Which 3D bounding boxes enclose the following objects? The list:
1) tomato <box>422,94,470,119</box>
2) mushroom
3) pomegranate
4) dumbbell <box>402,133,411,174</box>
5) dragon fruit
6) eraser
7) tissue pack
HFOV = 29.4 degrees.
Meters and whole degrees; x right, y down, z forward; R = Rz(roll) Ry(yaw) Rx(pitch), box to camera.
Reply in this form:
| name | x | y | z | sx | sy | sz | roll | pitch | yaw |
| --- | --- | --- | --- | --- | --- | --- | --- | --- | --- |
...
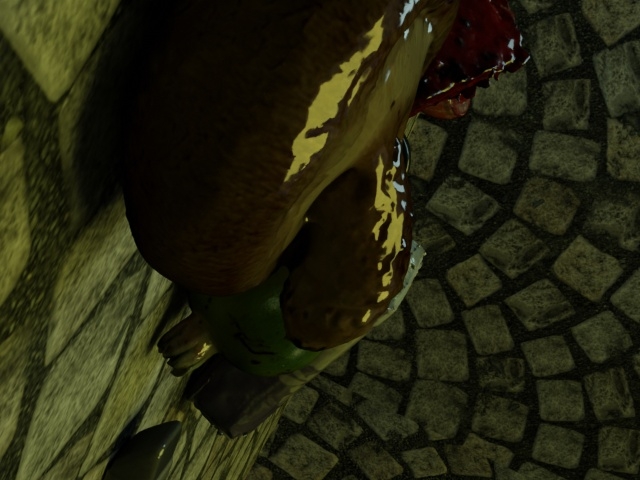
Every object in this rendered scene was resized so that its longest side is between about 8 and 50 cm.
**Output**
| name | x | y | z | sx | sy | sz | roll | pitch | yaw |
| --- | --- | --- | --- | --- | --- | --- | --- | --- | --- |
| tomato | 0.181 | -0.319 | 2.143 | 0.200 | 0.140 | 0.233 | -69 | 146 | -52 |
| mushroom | -0.019 | -0.109 | 0.887 | 0.345 | 0.239 | 0.345 | -166 | -90 | -77 |
| pomegranate | -0.086 | 0.079 | 1.358 | 0.210 | 0.180 | 0.180 | -34 | 168 | -12 |
| dumbbell | 0.059 | -0.119 | 1.840 | 0.143 | 0.143 | 0.325 | -65 | 175 | 12 |
| dragon fruit | 0.051 | -0.235 | 1.560 | 0.286 | 0.228 | 0.329 | -28 | -179 | -22 |
| eraser | -0.255 | 0.362 | 1.497 | 0.352 | 0.061 | 0.089 | -67 | 173 | 24 |
| tissue pack | -0.017 | 0.116 | 1.763 | 0.344 | 0.125 | 0.242 | -43 | -177 | 25 |
